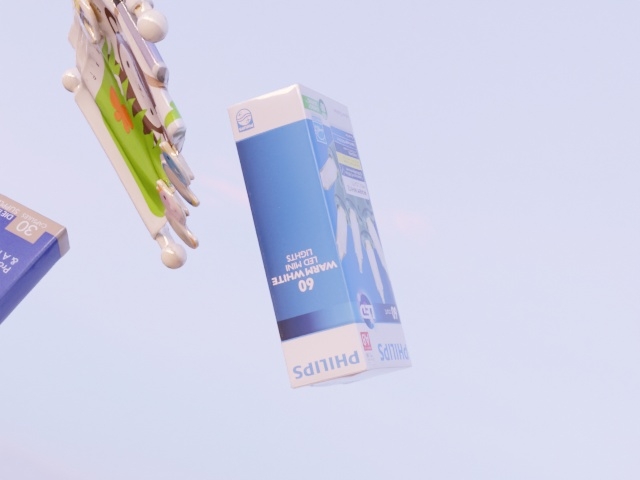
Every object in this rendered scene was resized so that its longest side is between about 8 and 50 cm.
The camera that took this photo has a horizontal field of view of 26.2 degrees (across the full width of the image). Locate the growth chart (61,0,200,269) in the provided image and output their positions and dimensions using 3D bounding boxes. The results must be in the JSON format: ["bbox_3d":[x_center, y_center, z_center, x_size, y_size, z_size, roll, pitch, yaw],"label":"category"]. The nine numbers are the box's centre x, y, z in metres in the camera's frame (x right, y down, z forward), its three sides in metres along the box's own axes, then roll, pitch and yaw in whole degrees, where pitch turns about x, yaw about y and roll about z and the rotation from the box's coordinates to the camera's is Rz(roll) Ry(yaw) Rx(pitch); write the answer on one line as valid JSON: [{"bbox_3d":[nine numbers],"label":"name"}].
[{"bbox_3d":[-0.112,-0.095,0.760,0.172,0.021,0.237,56,-19,24],"label":"growth chart"}]

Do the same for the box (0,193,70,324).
[{"bbox_3d":[-0.319,0.044,1.082,0.136,0.225,0.036,26,-33,15],"label":"box"}]

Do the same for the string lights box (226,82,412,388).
[{"bbox_3d":[0.000,0.000,1.255,0.077,0.259,0.133,-17,-9,19],"label":"string lights box"}]
